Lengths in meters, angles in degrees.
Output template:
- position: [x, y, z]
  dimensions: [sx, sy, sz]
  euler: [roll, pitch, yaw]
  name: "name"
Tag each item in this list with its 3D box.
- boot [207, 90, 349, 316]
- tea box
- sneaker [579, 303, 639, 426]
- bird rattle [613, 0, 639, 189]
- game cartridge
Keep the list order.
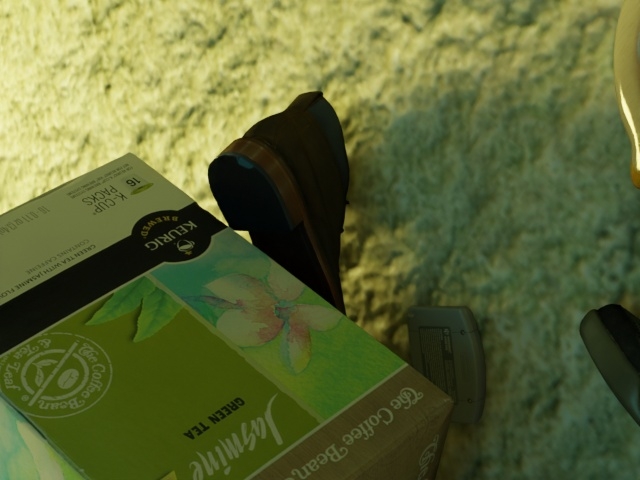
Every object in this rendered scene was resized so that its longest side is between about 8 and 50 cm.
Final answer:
- position: [0.000, 0.000, 0.945]
  dimensions: [0.082, 0.106, 0.219]
  euler: [8, 132, 34]
  name: "boot"
- position: [-0.114, 0.180, 0.916]
  dimensions: [0.323, 0.220, 0.329]
  euler: [35, 138, 28]
  name: "tea box"
- position: [0.254, 0.089, 0.747]
  dimensions: [0.130, 0.087, 0.227]
  euler: [-49, 45, 7]
  name: "sneaker"
- position: [0.232, -0.115, 0.696]
  dimensions: [0.207, 0.143, 0.254]
  euler: [-8, 91, 56]
  name: "bird rattle"
- position: [0.090, 0.087, 0.918]
  dimensions: [0.056, 0.017, 0.083]
  euler: [0, 99, 43]
  name: "game cartridge"
